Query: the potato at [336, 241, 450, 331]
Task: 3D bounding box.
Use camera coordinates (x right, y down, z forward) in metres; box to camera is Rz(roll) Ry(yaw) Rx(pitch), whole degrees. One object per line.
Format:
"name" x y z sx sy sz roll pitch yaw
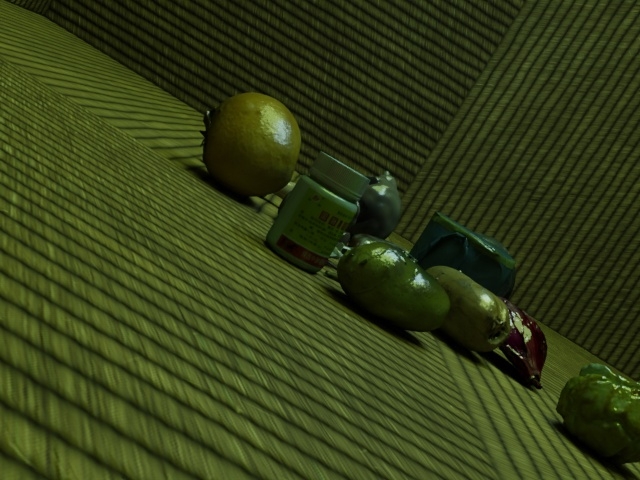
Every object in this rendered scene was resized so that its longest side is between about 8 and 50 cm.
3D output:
"potato" 0.147 0.093 1.529 0.248 0.143 0.169 31 18 -11

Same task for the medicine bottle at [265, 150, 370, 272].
"medicine bottle" -0.005 -0.059 1.589 0.139 0.225 0.139 30 6 -4

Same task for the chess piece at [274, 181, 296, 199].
"chess piece" -0.155 -0.180 2.213 0.397 0.117 0.117 31 7 -2

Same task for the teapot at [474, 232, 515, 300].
"teapot" 0.454 0.115 2.382 0.344 0.253 0.300 -121 -174 -84

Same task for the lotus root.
"lotus root" 0.317 0.152 1.828 0.169 0.151 0.343 35 0 -32

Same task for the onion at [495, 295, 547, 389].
"onion" 0.495 0.251 1.898 0.227 0.120 0.283 47 7 -40

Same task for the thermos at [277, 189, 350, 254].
"thermos" -0.005 -0.036 1.981 0.193 0.105 0.137 39 -21 23

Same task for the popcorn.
"popcorn" 0.594 0.351 1.544 0.221 0.183 0.204 20 -10 20

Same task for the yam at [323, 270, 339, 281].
"yam" 0.046 0.085 1.670 0.107 0.014 0.014 25 10 -41

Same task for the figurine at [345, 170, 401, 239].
"figurine" 0.123 -0.099 2.430 0.203 0.248 0.380 21 15 32

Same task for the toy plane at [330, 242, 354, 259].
"toy plane" 0.000 0.000 1.825 0.162 0.065 0.171 14 14 -45

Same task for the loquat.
"loquat" -0.184 -0.248 1.968 0.275 0.275 0.275 31 7 -5

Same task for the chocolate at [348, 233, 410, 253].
"chocolate" 0.210 0.046 2.336 0.254 0.080 0.157 31 7 -9

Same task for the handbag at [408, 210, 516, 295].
"handbag" 0.361 0.086 2.079 0.263 0.241 0.222 38 9 31

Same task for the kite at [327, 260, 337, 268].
"kite" 0.051 0.066 1.852 0.137 0.005 0.152 30 7 -18
